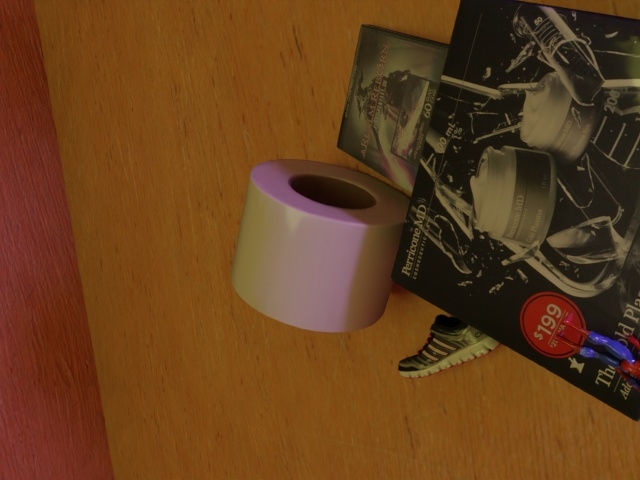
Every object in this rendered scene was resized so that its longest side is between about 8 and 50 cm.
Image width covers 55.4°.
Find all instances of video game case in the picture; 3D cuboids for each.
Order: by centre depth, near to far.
[{"bbox_3d":[0.113,-0.184,0.854,0.274,0.026,0.196,42,126,52],"label":"video game case"}]

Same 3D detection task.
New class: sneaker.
[{"bbox_3d":[0.175,0.147,0.879,0.170,0.063,0.074,-33,74,39],"label":"sneaker"}]

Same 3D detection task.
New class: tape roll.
[{"bbox_3d":[0.000,0.000,0.901,0.246,0.246,0.169,34,119,37],"label":"tape roll"}]

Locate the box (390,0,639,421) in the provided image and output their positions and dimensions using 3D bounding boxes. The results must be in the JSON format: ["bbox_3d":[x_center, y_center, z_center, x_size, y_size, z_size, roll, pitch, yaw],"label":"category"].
[{"bbox_3d":[0.278,-0.054,0.650,0.312,0.179,0.343,30,118,40],"label":"box"}]

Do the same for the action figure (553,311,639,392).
[{"bbox_3d":[0.269,0.105,0.541,0.115,0.030,0.038,34,126,30],"label":"action figure"}]
